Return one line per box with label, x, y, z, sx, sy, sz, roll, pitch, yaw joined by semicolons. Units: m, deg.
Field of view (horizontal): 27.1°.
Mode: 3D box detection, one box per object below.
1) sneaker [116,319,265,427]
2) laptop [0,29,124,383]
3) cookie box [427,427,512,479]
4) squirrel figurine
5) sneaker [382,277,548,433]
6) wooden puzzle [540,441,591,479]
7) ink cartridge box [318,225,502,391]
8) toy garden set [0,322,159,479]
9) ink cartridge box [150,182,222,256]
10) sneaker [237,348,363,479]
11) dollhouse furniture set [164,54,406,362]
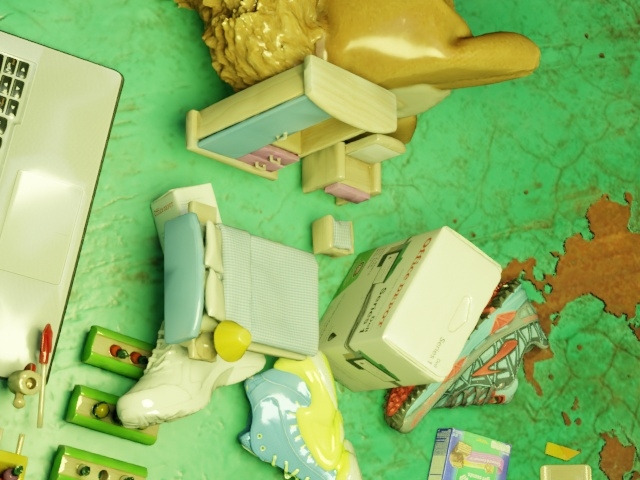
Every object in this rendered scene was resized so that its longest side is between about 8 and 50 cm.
sneaker;-0.157;0.128;1.462;0.232;0.090;0.115;-30;101;-59
laptop;-0.403;-0.089;1.344;0.407;0.236;0.382;18;74;-21
cookie box;0.182;0.295;1.648;0.091;0.040;0.107;19;74;-21
squirrel figurine;0.014;-0.333;1.568;0.396;0.281;0.371;1;74;-27
sneaker;0.192;0.164;1.643;0.262;0.104;0.125;-40;100;-25
wooden puzzle;0.318;0.324;1.721;0.078;0.014;0.116;10;76;-18
ink cartridge box;0.092;0.084;1.546;0.092;0.219;0.160;36;68;-15
toy garden set;-0.263;0.209;1.431;0.203;0.049;0.244;23;71;-33
ink cartridge box;-0.146;0.003;1.525;0.052;0.088;0.123;-15;87;-27
sneaker;-0.024;0.249;1.552;0.126;0.091;0.240;-16;93;-2
dollhouse furniture set;0.000;0.000;1.462;0.286;0.198;0.304;18;63;-43
